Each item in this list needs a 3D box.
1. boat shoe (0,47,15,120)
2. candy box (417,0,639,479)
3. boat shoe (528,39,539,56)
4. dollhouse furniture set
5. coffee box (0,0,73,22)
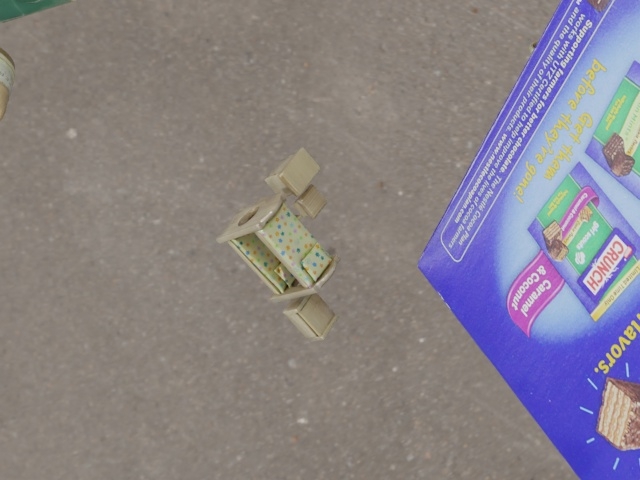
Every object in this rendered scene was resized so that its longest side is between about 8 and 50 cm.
[{"bbox_3d":[-0.222,-0.056,0.516,0.135,0.050,0.045,-33,47,15],"label":"boat shoe"},{"bbox_3d":[0.215,0.025,0.429,0.317,0.122,0.268,57,139,33],"label":"candy box"},{"bbox_3d":[0.245,-0.180,1.000,0.072,0.068,0.190,42,135,5],"label":"boat shoe"},{"bbox_3d":[0.000,0.000,1.179,0.182,0.161,0.101,49,145,-19],"label":"dollhouse furniture set"},{"bbox_3d":[-0.098,-0.192,0.464,0.113,0.040,0.184,7,63,49],"label":"coffee box"}]
